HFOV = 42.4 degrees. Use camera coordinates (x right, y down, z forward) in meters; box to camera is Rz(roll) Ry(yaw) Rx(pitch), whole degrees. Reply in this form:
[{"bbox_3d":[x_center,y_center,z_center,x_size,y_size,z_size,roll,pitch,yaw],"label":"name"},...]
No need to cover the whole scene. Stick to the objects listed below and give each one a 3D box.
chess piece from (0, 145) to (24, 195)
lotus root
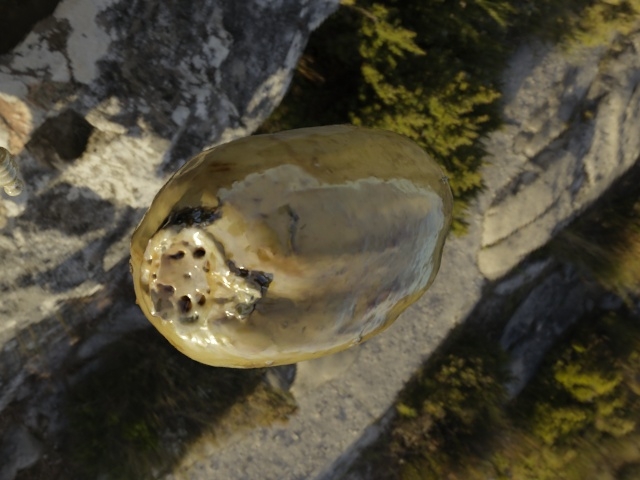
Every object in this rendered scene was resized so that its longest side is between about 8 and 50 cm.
[{"bbox_3d":[-0.292,-0.071,0.741,0.035,0.035,0.092,-39,151,-15],"label":"chess piece"},{"bbox_3d":[0.000,0.000,0.578,0.284,0.146,0.160,-16,148,-52],"label":"lotus root"}]
